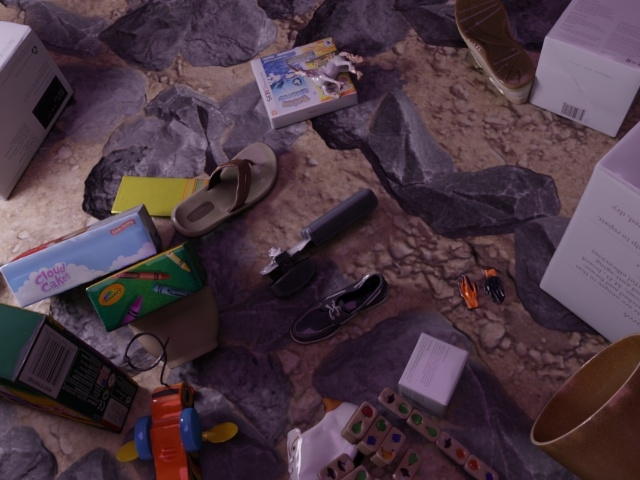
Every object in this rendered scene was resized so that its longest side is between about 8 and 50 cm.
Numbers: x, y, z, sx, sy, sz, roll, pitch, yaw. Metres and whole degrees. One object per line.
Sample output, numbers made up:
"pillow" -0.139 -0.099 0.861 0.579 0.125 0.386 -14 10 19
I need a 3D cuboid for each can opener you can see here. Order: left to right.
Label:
"can opener" 0.000 0.000 1.250 0.280 0.074 0.093 -39 99 -12

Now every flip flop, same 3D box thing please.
"flip flop" -0.190 -0.111 1.297 0.112 0.080 0.277 43 63 14

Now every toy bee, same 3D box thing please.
"toy bee" -0.235 0.307 1.074 0.195 0.162 0.298 10 88 3

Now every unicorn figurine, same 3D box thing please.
"unicorn figurine" 0.018 -0.368 1.398 0.111 0.060 0.162 40 56 22

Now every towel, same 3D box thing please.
"towel" -0.321 -0.091 1.356 0.237 0.021 0.102 3 59 9

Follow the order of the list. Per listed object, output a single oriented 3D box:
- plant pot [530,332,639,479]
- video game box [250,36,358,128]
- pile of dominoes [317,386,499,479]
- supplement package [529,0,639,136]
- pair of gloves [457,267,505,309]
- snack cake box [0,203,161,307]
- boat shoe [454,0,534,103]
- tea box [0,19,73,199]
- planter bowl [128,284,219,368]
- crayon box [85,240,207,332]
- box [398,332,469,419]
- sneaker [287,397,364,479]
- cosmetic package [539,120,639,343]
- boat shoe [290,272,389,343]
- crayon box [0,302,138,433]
"plant pot" 0.496 0.309 0.945 0.254 0.237 0.237 44 74 10
"video game box" -0.040 -0.364 1.455 0.205 0.048 0.187 -18 64 -4
"pile of dominoes" 0.143 0.362 0.984 0.251 0.040 0.196 37 57 7
"supplement package" 0.598 -0.400 1.314 0.199 0.198 0.262 30 69 21
"pair of gloves" 0.302 0.091 1.190 0.083 0.010 0.074 -11 60 -3
"snack cake box" -0.451 0.024 1.221 0.264 0.152 0.089 -23 104 -6
"boat shoe" 0.386 -0.435 1.418 0.109 0.098 0.302 -25 63 8
"tea box" -0.804 -0.310 1.413 0.324 0.220 0.328 13 64 14
"planter bowl" -0.249 0.163 1.144 0.162 0.162 0.109 -25 89 -7
"crayon box" -0.293 0.071 1.119 0.165 0.278 0.081 -25 95 -7
"box" 0.191 0.231 1.074 0.087 0.102 0.101 21 65 19
"sneaker" -0.022 0.387 1.021 0.123 0.105 0.290 22 55 20
"cosmetic package" 0.608 -0.010 0.990 0.329 0.393 0.327 -41 65 -15
"boat shoe" 0.033 0.120 1.173 0.206 0.065 0.075 -27 62 -8
"crayon box" -0.513 0.194 1.025 0.313 0.363 0.106 11 64 12
